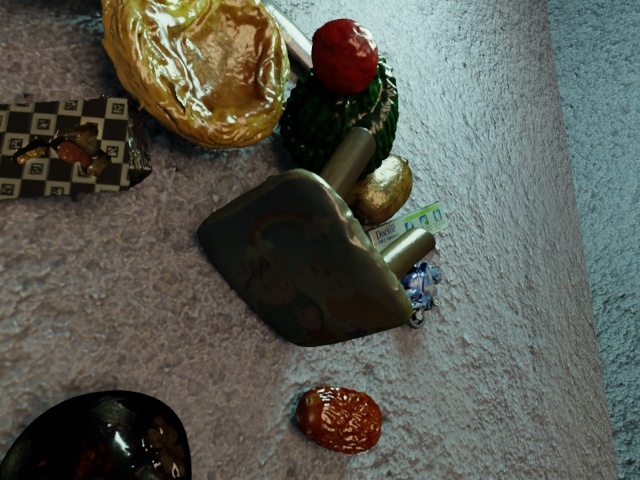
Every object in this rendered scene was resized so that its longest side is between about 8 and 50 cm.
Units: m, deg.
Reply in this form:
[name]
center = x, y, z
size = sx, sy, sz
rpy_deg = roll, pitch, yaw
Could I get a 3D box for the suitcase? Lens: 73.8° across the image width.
[suitcase]
center = -0.309, -0.145, 0.651
size = 0.059, 0.086, 0.126
rpy_deg = -8, 82, -49

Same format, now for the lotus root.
[lotus root]
center = 0.142, -0.130, 1.012
size = 0.145, 0.128, 0.260
rpy_deg = 36, 53, 9

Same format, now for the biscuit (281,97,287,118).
[biscuit]
center = -0.056, -0.292, 0.969
size = 0.078, 0.015, 0.091
rpy_deg = 41, 54, -26

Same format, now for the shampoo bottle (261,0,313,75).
[shampoo bottle]
center = -0.074, -0.463, 0.979
size = 0.234, 0.049, 0.087
rpy_deg = 38, 57, -28

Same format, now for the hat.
[hat]
center = 0.030, -0.275, 0.813
size = 0.332, 0.242, 0.274
rpy_deg = 58, 36, -74

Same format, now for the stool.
[stool]
center = 0.000, 0.000, 0.745
size = 0.310, 0.310, 0.226
rpy_deg = 53, 43, -18

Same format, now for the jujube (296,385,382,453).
[jujube]
center = 0.035, 0.338, 0.810
size = 0.176, 0.109, 0.112
rpy_deg = 23, 27, -26

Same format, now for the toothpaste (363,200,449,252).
[toothpaste]
center = 0.216, -0.025, 1.097
size = 0.337, 0.067, 0.081
rpy_deg = -22, 93, -42

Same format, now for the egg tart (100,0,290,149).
[egg tart]
center = -0.212, -0.317, 0.749
size = 0.352, 0.150, 0.351
rpy_deg = 11, 74, -40

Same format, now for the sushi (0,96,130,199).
[sushi]
center = -0.364, -0.124, 0.593
size = 0.201, 0.031, 0.139
rpy_deg = -4, 82, -4

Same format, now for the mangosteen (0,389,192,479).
[mangosteen]
center = -0.270, 0.298, 0.488
size = 0.243, 0.243, 0.242
rpy_deg = 13, 69, -38

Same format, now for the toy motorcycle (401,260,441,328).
[toy motorcycle]
center = 0.247, 0.123, 1.081
size = 0.114, 0.076, 0.205
rpy_deg = 43, 55, -13
